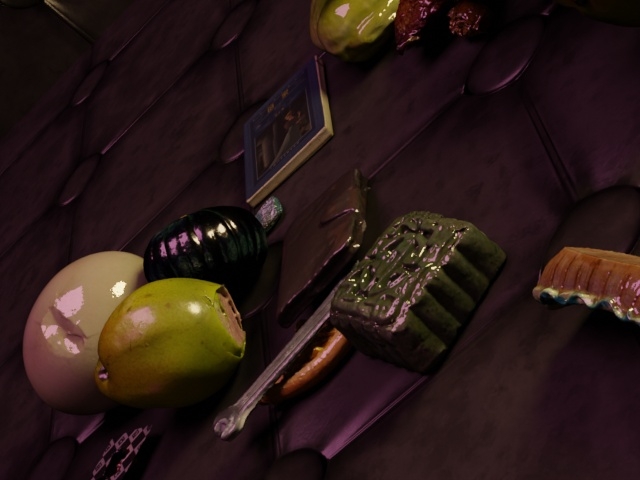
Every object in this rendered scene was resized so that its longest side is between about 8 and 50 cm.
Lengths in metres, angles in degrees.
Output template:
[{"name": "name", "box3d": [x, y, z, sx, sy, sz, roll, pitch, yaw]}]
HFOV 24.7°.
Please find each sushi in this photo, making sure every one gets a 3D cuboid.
[{"name": "sushi", "box3d": [0.218, -0.324, 2.146, 0.060, 0.061, 0.118, -58, 4, 5]}, {"name": "sushi", "box3d": [-0.294, 0.335, 2.142, 0.120, 0.026, 0.126, -23, 32, 50]}]

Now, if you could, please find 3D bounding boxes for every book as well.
[{"name": "book", "box3d": [-0.059, -0.187, 2.455, 0.191, 0.025, 0.269, -41, 27, 21]}]

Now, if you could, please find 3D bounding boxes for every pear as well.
[{"name": "pear", "box3d": [-0.222, 0.151, 2.063, 0.219, 0.187, 0.187, -19, 32, 8]}]

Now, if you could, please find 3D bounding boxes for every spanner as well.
[{"name": "spanner", "box3d": [-0.035, 0.143, 1.879, 0.302, 0.017, 0.071, -50, 26, 2]}]

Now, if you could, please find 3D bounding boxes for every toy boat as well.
[{"name": "toy boat", "box3d": [0.314, 0.065, 1.408, 0.293, 0.108, 0.099, 31, 117, 60]}]

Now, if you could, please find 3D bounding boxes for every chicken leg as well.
[{"name": "chicken leg", "box3d": [0.170, -0.368, 2.170, 0.177, 0.083, 0.322, -61, 6, -23]}]

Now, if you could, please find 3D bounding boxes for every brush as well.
[{"name": "brush", "box3d": [-0.131, 0.012, 2.310, 0.196, 0.021, 0.070, -47, 23, 10]}]

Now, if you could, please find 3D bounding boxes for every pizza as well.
[{"name": "pizza", "box3d": [-0.015, 0.143, 1.912, 0.178, 0.041, 0.131, -33, 29, 33]}]

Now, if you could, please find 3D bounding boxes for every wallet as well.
[{"name": "wallet", "box3d": [0.000, 0.000, 2.022, 0.165, 0.042, 0.309, -47, 13, 18]}]

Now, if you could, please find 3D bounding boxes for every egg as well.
[{"name": "egg", "box3d": [-0.344, 0.144, 2.257, 0.269, 0.219, 0.219, -65, 23, 10]}]

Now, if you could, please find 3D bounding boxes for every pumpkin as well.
[{"name": "pumpkin", "box3d": [-0.171, 0.020, 2.185, 0.194, 0.150, 0.194, -47, -13, -14]}]

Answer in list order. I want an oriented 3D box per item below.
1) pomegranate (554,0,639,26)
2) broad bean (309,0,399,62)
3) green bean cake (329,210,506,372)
[{"name": "pomegranate", "box3d": [0.383, -0.426, 1.666, 0.358, 0.309, 0.216, -55, -4, -1]}, {"name": "broad bean", "box3d": [0.073, -0.408, 2.422, 0.238, 0.119, 0.291, -30, 32, 41]}, {"name": "green bean cake", "box3d": [0.113, 0.054, 1.768, 0.185, 0.094, 0.183, -52, 23, -13]}]
